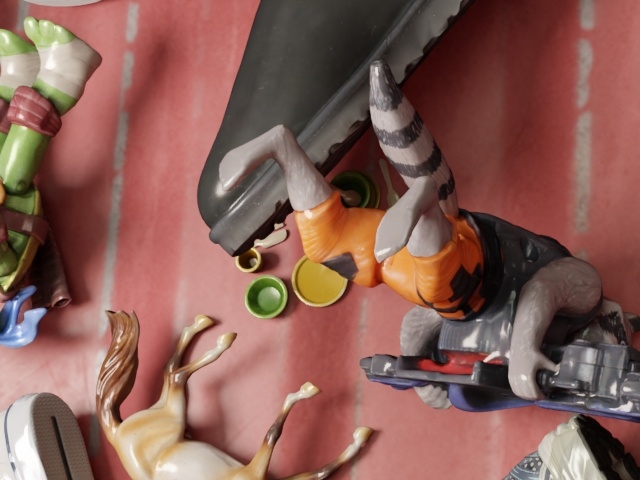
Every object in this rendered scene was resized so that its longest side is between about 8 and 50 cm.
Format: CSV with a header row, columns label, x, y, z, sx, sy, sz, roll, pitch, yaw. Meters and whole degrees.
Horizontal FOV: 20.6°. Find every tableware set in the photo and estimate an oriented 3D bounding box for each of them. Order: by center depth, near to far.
label,x,y,z,sx,sy,sz,roll,pitch,yaw
tableware set,0.000,0.000,1.445,0.154,0.024,0.104,-22,72,10

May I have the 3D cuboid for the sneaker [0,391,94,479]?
label,x,y,z,sx,sy,sz,roll,pitch,yaw
sneaker,-0.221,0.255,1.424,0.091,0.094,0.258,-26,67,31

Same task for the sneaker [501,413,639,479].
label,x,y,z,sx,sy,sz,roll,pitch,yaw
sneaker,0.222,0.276,1.290,0.122,0.110,0.283,-37,67,24

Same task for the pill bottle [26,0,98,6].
label,x,y,z,sx,sy,sz,roll,pitch,yaw
pill bottle,-0.229,-0.325,1.535,0.121,0.121,0.221,-8,75,14

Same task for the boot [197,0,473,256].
label,x,y,z,sx,sy,sz,roll,pitch,yaw
boot,-0.116,-0.254,1.397,0.445,0.146,0.367,40,71,1

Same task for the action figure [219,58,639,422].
label,x,y,z,sx,sy,sz,roll,pitch,yaw
action figure,0.135,0.025,1.248,0.341,0.330,0.178,5,69,46

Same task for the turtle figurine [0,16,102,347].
label,x,y,z,sx,sy,sz,roll,pitch,yaw
turtle figurine,-0.313,-0.066,1.450,0.275,0.198,0.266,22,75,5

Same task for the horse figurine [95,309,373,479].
label,x,y,z,sx,sy,sz,roll,pitch,yaw
horse figurine,-0.088,0.165,1.410,0.263,0.066,0.174,34,82,18
